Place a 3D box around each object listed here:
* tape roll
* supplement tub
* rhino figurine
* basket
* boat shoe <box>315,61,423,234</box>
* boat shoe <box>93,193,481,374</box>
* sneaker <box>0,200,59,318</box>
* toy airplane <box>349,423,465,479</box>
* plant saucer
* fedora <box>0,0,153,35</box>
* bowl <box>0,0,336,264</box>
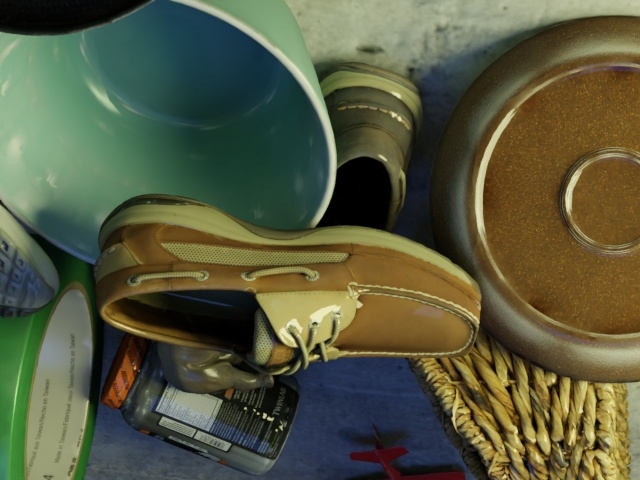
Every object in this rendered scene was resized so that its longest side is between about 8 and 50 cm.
[{"bbox_3d":[-0.287,0.154,1.470,0.077,0.321,0.321,6,134,4],"label":"tape roll"},{"bbox_3d":[-0.127,0.164,1.592,0.190,0.117,0.117,24,133,-11],"label":"supplement tub"},{"bbox_3d":[-0.121,0.044,1.478,0.106,0.073,0.243,-14,111,-9],"label":"rhino figurine"},{"bbox_3d":[0.178,0.186,1.437,0.223,0.213,0.299,-2,155,13],"label":"basket"},{"bbox_3d":[0.000,0.000,1.403,0.132,0.130,0.355,12,134,-1],"label":"boat shoe"},{"bbox_3d":[-0.032,0.059,1.250,0.324,0.120,0.123,9,135,1],"label":"boat shoe"},{"bbox_3d":[-0.333,-0.047,1.362,0.297,0.129,0.111,41,124,17],"label":"sneaker"},{"bbox_3d":[0.085,0.265,1.708,0.151,0.028,0.151,6,134,6],"label":"toy airplane"},{"bbox_3d":[0.243,-0.033,1.255,0.310,0.050,0.311,0,92,9],"label":"plant saucer"},{"bbox_3d":[-0.225,-0.298,1.055,0.334,0.152,0.334,1,94,16],"label":"fedora"},{"bbox_3d":[-0.130,-0.128,1.285,0.311,0.163,0.311,5,133,6],"label":"bowl"}]
